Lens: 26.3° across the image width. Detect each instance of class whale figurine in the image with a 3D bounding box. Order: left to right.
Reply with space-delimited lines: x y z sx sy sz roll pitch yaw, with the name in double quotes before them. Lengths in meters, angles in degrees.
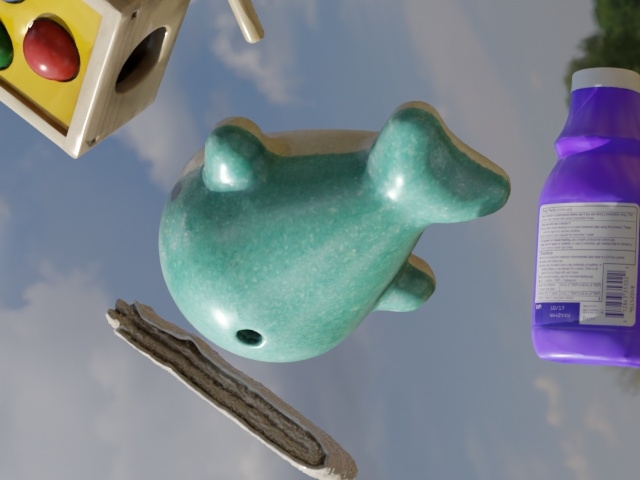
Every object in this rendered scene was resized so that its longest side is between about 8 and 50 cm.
"whale figurine" 0.000 0.000 0.962 0.216 0.272 0.141 40 -130 -28

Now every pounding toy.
"pounding toy" -0.129 -0.152 0.815 0.181 0.206 0.094 38 -134 9

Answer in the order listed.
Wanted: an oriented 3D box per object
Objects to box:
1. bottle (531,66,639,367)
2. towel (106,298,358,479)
"bottle" 0.268 -0.022 1.316 0.092 0.118 0.283 16 -105 -60
"towel" -0.085 0.156 1.411 0.282 0.049 0.187 34 175 17
